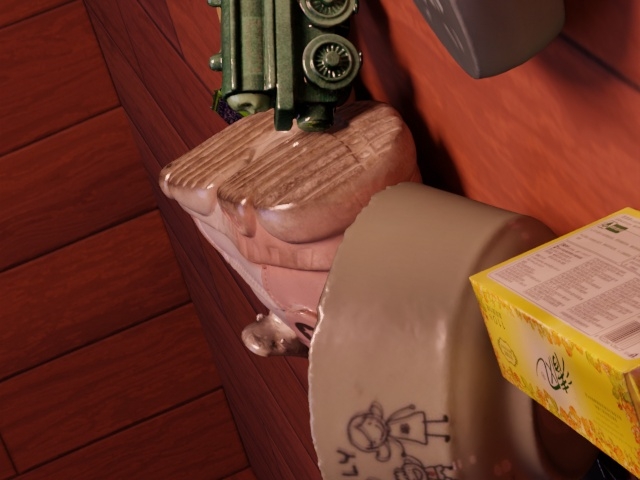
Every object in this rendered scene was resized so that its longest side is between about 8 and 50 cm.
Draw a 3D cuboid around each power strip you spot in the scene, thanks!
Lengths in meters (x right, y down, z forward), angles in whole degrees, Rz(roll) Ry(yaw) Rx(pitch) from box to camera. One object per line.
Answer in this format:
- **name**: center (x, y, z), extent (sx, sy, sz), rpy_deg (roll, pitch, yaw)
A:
- **power strip**: center (0.045, -0.177, 0.776), extent (0.253, 0.054, 0.167), rpy_deg (61, -179, 37)

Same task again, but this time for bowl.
- **bowl**: center (0.093, 0.073, 0.866), extent (0.112, 0.211, 0.211), rpy_deg (4, 124, 35)

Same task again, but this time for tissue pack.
- **tissue pack**: center (0.147, 0.044, 0.706), extent (0.062, 0.095, 0.176), rpy_deg (69, 169, -15)

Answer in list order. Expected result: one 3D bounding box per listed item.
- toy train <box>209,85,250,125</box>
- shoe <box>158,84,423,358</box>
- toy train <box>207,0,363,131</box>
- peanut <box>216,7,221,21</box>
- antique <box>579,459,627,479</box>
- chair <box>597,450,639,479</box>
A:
- **toy train**: center (-0.048, -0.144, 1.322), extent (0.060, 0.081, 0.202), rpy_deg (38, 167, 2)
- **shoe**: center (-0.003, 0.001, 1.189), extent (0.198, 0.172, 0.351), rpy_deg (63, 175, -17)
- **toy train**: center (-0.029, -0.158, 1.074), extent (0.071, 0.111, 0.170), rpy_deg (102, 166, -77)
- **peanut**: center (-0.049, -0.217, 1.165), extent (0.098, 0.090, 0.214), rpy_deg (-55, -56, -77)
- **antique**: center (0.168, 0.151, 1.060), extent (0.192, 0.015, 0.031), rpy_deg (140, 106, -80)
- **chair**: center (0.187, 0.137, 0.870), extent (0.086, 0.037, 0.042), rpy_deg (58, 179, 25)
